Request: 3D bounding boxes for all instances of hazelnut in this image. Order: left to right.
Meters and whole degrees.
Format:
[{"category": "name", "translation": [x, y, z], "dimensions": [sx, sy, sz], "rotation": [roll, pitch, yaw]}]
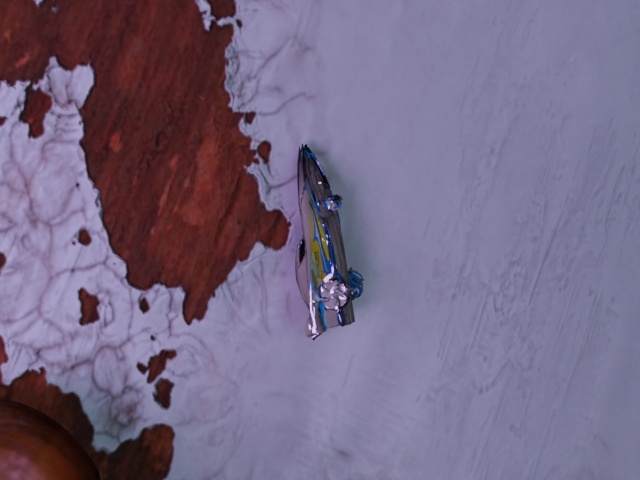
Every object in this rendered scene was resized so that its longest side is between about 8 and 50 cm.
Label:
[{"category": "hazelnut", "translation": [-0.284, 0.235, 1.334], "dimensions": [0.214, 0.176, 0.214], "rotation": [30, 37, -26]}]

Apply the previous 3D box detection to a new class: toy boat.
[{"category": "toy boat", "translation": [0.000, 0.000, 1.667], "dimensions": [0.084, 0.066, 0.210], "rotation": [-21, 102, -76]}]
